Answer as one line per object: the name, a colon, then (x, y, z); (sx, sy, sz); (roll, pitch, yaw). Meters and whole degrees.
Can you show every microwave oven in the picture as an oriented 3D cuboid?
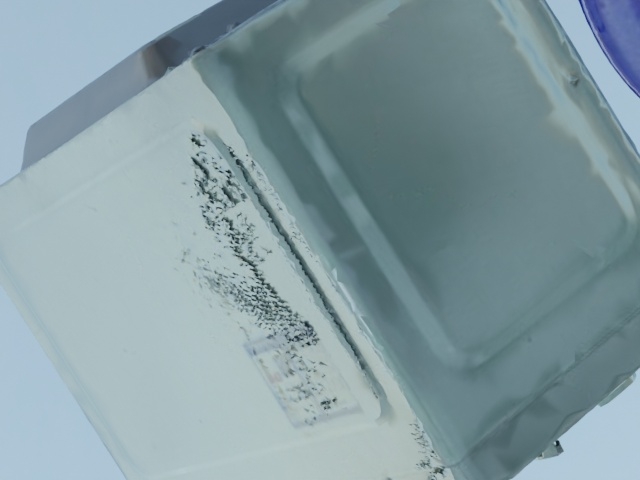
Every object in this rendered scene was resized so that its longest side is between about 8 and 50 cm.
microwave oven: (0.000, 0.000, 0.900); (0.181, 0.295, 0.237); (-34, -84, -30)

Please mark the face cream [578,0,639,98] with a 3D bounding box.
face cream: (0.172, -0.132, 0.619); (0.206, 0.111, 0.206); (-2, -55, -3)
